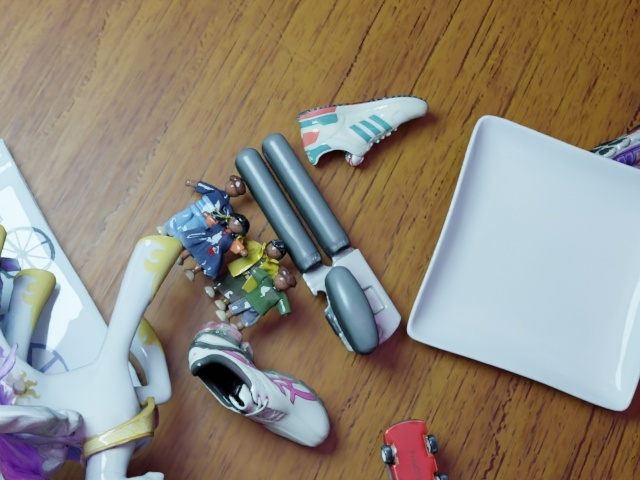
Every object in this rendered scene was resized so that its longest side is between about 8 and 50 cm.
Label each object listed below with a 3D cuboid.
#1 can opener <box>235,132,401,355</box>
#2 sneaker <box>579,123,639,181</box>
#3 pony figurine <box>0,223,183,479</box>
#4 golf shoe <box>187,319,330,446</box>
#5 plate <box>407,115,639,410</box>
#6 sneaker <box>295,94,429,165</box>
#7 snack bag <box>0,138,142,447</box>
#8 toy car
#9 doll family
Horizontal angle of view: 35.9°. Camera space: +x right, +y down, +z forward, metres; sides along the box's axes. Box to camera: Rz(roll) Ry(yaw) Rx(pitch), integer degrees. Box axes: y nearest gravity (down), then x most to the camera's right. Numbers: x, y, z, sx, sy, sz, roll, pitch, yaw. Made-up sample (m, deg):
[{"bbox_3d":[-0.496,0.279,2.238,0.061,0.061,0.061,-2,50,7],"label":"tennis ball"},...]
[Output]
[{"bbox_3d":[0.000,0.000,1.124,0.074,0.093,0.280,-29,78,-14],"label":"can opener"},{"bbox_3d":[0.382,-0.096,1.214,0.170,0.068,0.071,-26,95,-10],"label":"sneaker"},{"bbox_3d":[-0.272,0.158,0.917,0.351,0.303,0.363,6,53,-23],"label":"pony figurine"},{"bbox_3d":[-0.069,0.170,1.057,0.186,0.086,0.067,39,113,-12],"label":"golf shoe"},{"bbox_3d":[0.268,0.026,1.157,0.277,0.045,0.278,19,86,-3],"label":"plate"},{"bbox_3d":[0.053,-0.129,1.182,0.161,0.057,0.075,-9,95,-12],"label":"sneaker"},{"bbox_3d":[-0.413,0.099,1.062,0.323,0.037,0.342,-29,83,-14],"label":"snack bag"},{"bbox_3d":[0.104,0.346,1.074,0.239,0.053,0.225,44,75,4],"label":"toy car"},{"bbox_3d":[-0.097,0.009,1.108,0.111,0.076,0.193,-40,90,5],"label":"doll family"}]
